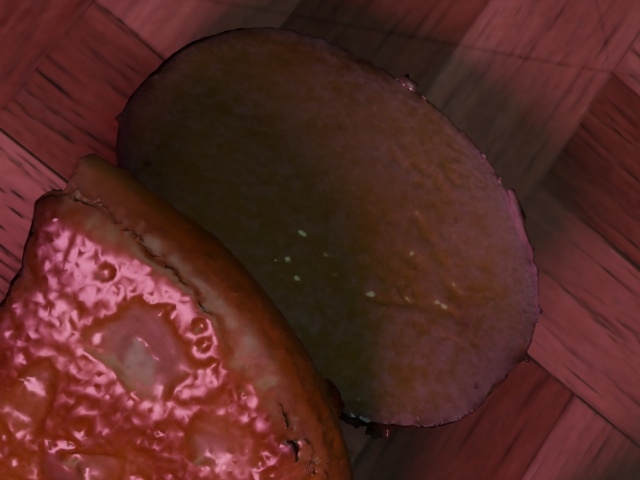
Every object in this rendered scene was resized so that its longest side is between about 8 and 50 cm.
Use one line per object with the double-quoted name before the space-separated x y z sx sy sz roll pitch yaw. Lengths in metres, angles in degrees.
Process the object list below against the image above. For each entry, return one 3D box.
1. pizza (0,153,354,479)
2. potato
"pizza" -0.110 0.148 0.852 0.278 0.114 0.408 -12 110 17
"potato" 0.000 0.000 0.961 0.299 0.116 0.239 41 64 2
